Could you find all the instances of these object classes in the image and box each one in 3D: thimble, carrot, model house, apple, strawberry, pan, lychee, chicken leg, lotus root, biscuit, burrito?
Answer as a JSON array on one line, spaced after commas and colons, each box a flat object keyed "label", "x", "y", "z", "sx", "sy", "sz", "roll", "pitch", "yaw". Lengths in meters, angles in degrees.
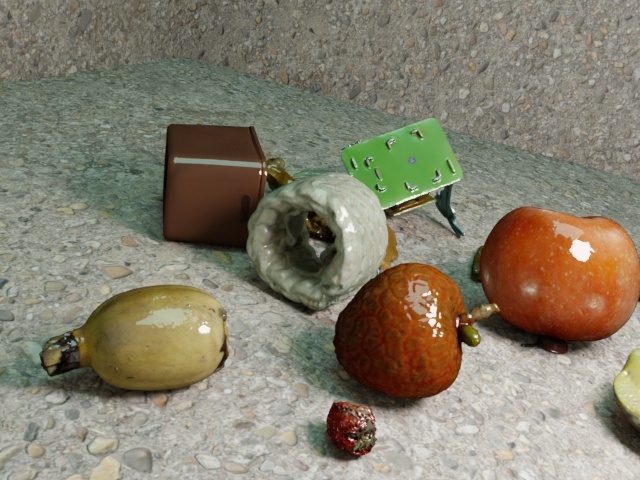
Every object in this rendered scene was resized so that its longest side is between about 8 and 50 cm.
[{"label": "thimble", "x": 0.000, "y": 0.000, "z": 1.571, "sx": 0.292, "sy": 0.291, "sz": 0.195, "roll": 24, "pitch": 25, "yaw": 27}, {"label": "carrot", "x": 0.436, "y": 0.052, "z": 1.938, "sx": 0.049, "sy": 0.049, "sz": 0.254, "roll": 15, "pitch": 19, "yaw": 9}, {"label": "model house", "x": 0.237, "y": -0.119, "z": 2.092, "sx": 0.300, "sy": 0.340, "sz": 0.323, "roll": -22, "pitch": -11, "yaw": -10}, {"label": "apple", "x": 0.534, "y": 0.070, "z": 1.598, "sx": 0.349, "sy": 0.276, "sz": 0.348, "roll": 7, "pitch": 7, "yaw": -1}, {"label": "strawberry", "x": 0.048, "y": 0.297, "z": 1.144, "sx": 0.083, "sy": 0.083, "sz": 0.096, "roll": -1, "pitch": 17, "yaw": -27}, {"label": "apple", "x": 0.650, "y": 0.329, "z": 1.307, "sx": 0.193, "sy": 0.120, "sz": 0.265, "roll": -23, "pitch": 37, "yaw": -35}, {"label": "pan", "x": 0.498, "y": 0.225, "z": 1.583, "sx": 0.115, "sy": 0.023, "sz": 0.068, "roll": 3, "pitch": 25, "yaw": -21}, {"label": "lychee", "x": 0.172, "y": 0.166, "z": 1.304, "sx": 0.300, "sy": 0.255, "sz": 0.255, "roll": 2, "pitch": 21, "yaw": 13}, {"label": "chicken leg", "x": -0.048, "y": -0.110, "z": 1.926, "sx": 0.361, "sy": 0.140, "sz": 0.211, "roll": 31, "pitch": 6, "yaw": 19}, {"label": "lotus root", "x": -0.301, "y": 0.164, "z": 1.183, "sx": 0.310, "sy": 0.182, "sz": 0.183, "roll": -5, "pitch": 28, "yaw": -22}, {"label": "biscuit", "x": 0.147, "y": -0.004, "z": 1.840, "sx": 0.144, "sy": 0.040, "sz": 0.236, "roll": 60, "pitch": 19, "yaw": -2}, {"label": "burrito", "x": -0.049, "y": -0.174, "z": 2.171, "sx": 0.229, "sy": 0.089, "sz": 0.144, "roll": -3, "pitch": 13, "yaw": -30}]

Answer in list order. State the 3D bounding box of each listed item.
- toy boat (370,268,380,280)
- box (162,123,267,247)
[{"label": "toy boat", "x": 0.129, "y": 0.080, "z": 1.730, "sx": 0.038, "sy": 0.038, "sz": 0.083, "roll": 11, "pitch": 22, "yaw": -1}, {"label": "box", "x": -0.280, "y": -0.147, "z": 1.812, "sx": 0.230, "sy": 0.239, "sz": 0.339, "roll": 3, "pitch": 25, "yaw": -13}]
